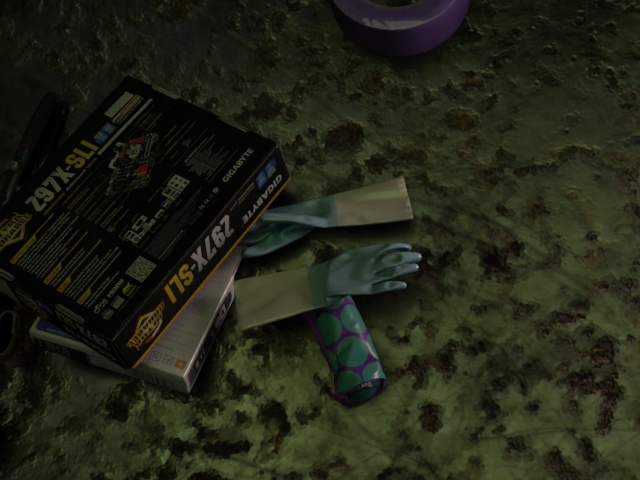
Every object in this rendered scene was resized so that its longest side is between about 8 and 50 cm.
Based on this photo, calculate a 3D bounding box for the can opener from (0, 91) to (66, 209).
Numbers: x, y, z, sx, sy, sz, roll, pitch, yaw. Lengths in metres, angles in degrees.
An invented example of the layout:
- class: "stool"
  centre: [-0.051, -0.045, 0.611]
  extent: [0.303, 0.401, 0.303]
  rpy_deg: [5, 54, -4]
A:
- class: "can opener"
  centre: [-0.382, -0.112, 1.583]
  extent: [0.073, 0.059, 0.186]
  rpy_deg: [17, 76, 14]

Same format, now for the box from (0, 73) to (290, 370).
- class: "box"
  centre: [-0.232, -0.033, 1.468]
  extent: [0.257, 0.079, 0.322]
  rpy_deg: [25, 65, 29]

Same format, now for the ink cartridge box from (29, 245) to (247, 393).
- class: "ink cartridge box"
  centre: [-0.219, 0.070, 1.494]
  extent: [0.206, 0.045, 0.208]
  rpy_deg: [15, 54, 12]

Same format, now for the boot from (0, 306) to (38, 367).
- class: "boot"
  centre: [-0.372, 0.102, 1.498]
  extent: [0.042, 0.087, 0.118]
  rpy_deg: [1, 72, 11]

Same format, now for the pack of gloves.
- class: "pack of gloves"
  centre: [0.000, 0.000, 1.452]
  extent: [0.232, 0.046, 0.195]
  rpy_deg: [-14, 42, 5]

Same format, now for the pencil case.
- class: "pencil case"
  centre: [0.022, 0.119, 1.444]
  extent: [0.070, 0.064, 0.151]
  rpy_deg: [-15, 68, -24]

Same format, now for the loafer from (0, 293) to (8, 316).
- class: "loafer"
  centre: [-0.447, 0.017, 1.534]
  extent: [0.078, 0.080, 0.220]
  rpy_deg: [-34, 70, 11]

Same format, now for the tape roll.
- class: "tape roll"
  centre: [0.102, -0.341, 1.570]
  extent: [0.189, 0.080, 0.188]
  rpy_deg: [-2, 73, 8]
